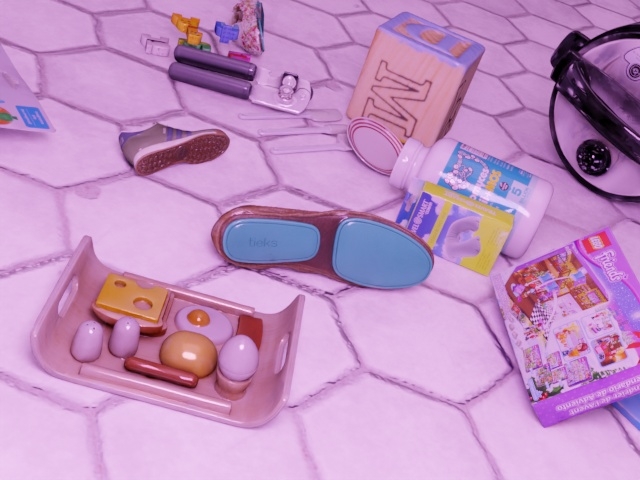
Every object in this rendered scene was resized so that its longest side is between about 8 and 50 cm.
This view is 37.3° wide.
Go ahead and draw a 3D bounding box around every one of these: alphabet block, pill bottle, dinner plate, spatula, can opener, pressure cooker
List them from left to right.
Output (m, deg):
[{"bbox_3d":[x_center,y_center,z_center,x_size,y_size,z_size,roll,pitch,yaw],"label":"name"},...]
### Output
[{"bbox_3d":[-0.152,-0.303,1.827,0.280,0.093,0.074,15,77,-6],"label":"can opener"},{"bbox_3d":[-0.021,-0.209,1.794,0.242,0.019,0.168,-6,42,-36],"label":"spatula"},{"bbox_3d":[0.105,-0.174,1.783,0.141,0.017,0.141,22,45,-23],"label":"dinner plate"},{"bbox_3d":[0.192,-0.320,1.903,0.193,0.197,0.192,28,30,11],"label":"alphabet block"},{"bbox_3d":[0.255,-0.084,1.638,0.264,0.146,0.146,25,32,9],"label":"pill bottle"},{"bbox_3d":[0.683,-0.266,1.947,0.369,0.376,0.420,5,18,40],"label":"pressure cooker"}]

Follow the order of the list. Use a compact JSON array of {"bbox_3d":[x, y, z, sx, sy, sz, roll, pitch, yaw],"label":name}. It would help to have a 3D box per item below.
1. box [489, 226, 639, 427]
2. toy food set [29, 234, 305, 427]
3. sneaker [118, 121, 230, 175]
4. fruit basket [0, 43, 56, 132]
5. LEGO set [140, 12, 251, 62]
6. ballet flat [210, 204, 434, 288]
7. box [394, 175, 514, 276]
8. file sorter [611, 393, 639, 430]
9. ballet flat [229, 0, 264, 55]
[{"bbox_3d":[0.375,0.118,1.376,0.200,0.057,0.293,-24,33,13],"label":"box"},{"bbox_3d":[-0.178,0.098,1.180,0.306,0.092,0.220,17,33,-6],"label":"toy food set"},{"bbox_3d":[-0.246,-0.168,1.564,0.192,0.064,0.086,-20,54,-42],"label":"sneaker"},{"bbox_3d":[-0.616,-0.277,1.441,0.353,0.165,0.327,-3,38,-37],"label":"fruit basket"},{"bbox_3d":[-0.238,-0.393,1.888,0.227,0.087,0.093,7,34,-18],"label":"LEGO set"},{"bbox_3d":[0.000,0.000,1.433,0.342,0.116,0.124,5,16,-16],"label":"ballet flat"},{"bbox_3d":[0.216,-0.024,1.560,0.178,0.109,0.042,22,34,4],"label":"box"},{"bbox_3d":[0.511,0.196,1.398,0.170,0.105,0.118,-9,43,-38],"label":"file sorter"},{"bbox_3d":[-0.159,-0.455,2.044,0.077,0.091,0.241,-7,29,0],"label":"ballet flat"}]
